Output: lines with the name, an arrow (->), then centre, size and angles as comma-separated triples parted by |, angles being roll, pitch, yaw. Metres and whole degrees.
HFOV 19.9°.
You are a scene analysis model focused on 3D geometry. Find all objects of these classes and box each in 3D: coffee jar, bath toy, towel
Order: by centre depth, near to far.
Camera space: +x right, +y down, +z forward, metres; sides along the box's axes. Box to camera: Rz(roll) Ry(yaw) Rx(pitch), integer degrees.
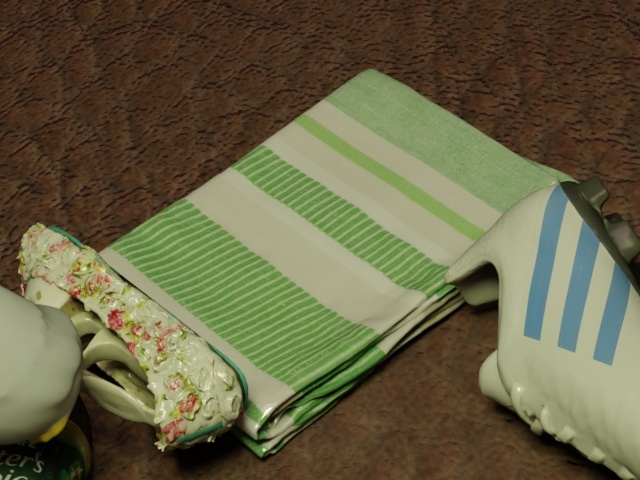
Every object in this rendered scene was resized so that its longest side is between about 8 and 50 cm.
bath toy -> -0.319, 0.098, 1.174 | 0.348, 0.129, 0.151 | -14, 42, 25
coffee jar -> -0.204, 0.177, 1.179 | 0.096, 0.079, 0.184 | -3, 44, 7
towel -> 0.000, 0.000, 1.354 | 0.325, 0.038, 0.248 | -36, 49, -25

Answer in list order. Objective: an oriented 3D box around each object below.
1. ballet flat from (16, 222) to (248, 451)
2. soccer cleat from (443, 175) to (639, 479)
ballet flat -> -0.149, 0.064, 1.243 | 0.077, 0.091, 0.241 | -35, 47, -28
soccer cleat -> 0.189, 0.103, 1.181 | 0.143, 0.116, 0.331 | -33, 47, 8
